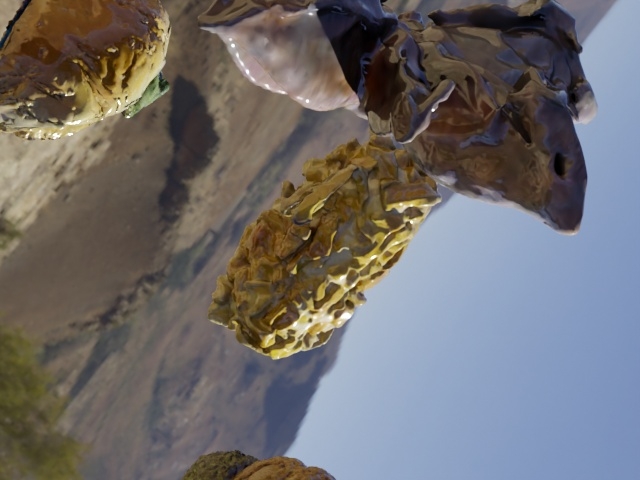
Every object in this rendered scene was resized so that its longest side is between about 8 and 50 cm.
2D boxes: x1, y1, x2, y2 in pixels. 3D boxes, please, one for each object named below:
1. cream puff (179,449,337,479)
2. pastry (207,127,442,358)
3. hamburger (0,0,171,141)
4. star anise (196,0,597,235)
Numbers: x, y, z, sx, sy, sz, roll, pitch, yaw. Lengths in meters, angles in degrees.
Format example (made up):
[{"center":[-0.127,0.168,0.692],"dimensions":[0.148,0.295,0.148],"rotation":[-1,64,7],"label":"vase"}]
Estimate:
[{"center":[-0.083,0.293,0.957],"dimensions":[0.183,0.169,0.183],"rotation":[-41,141,-45],"label":"cream puff"},{"center":[0.000,0.000,0.855],"dimensions":[0.250,0.154,0.102],"rotation":[-55,-140,30],"label":"pastry"},{"center":[-0.145,-0.129,0.614],"dimensions":[0.176,0.102,0.087],"rotation":[-80,-170,-46],"label":"hamburger"},{"center":[0.062,-0.106,0.558],"dimensions":[0.198,0.258,0.110],"rotation":[-87,-159,-61],"label":"star anise"}]
